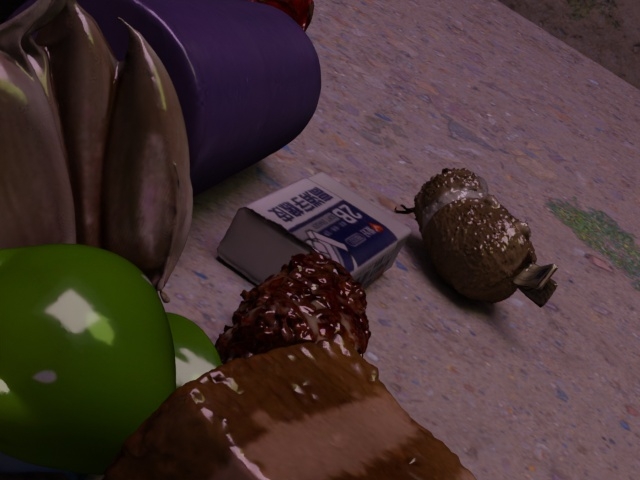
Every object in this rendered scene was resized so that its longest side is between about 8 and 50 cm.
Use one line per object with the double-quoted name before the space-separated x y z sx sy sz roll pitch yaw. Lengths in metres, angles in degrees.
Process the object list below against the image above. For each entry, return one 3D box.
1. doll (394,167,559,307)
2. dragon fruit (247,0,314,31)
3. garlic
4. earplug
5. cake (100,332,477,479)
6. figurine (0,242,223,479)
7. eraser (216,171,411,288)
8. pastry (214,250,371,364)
"doll" 0.178 0.010 1.571 0.115 0.105 0.221 -26 50 -19
"dragon fruit" -0.095 -0.293 1.809 0.172 0.172 0.209 34 14 10
"garlic" -0.214 -0.047 1.046 0.237 0.292 0.210 -16 10 3
"earplug" -0.128 -0.146 1.417 0.215 0.215 0.456 34 19 10
"cake" 0.011 0.219 0.812 0.293 0.199 0.196 43 20 19
"figurine" -0.142 0.090 0.966 0.263 0.143 0.162 24 50 -47
"eraser" 0.000 0.000 1.424 0.124 0.068 0.210 32 22 12
"pastry" -0.017 0.072 1.219 0.115 0.097 0.208 41 21 1
